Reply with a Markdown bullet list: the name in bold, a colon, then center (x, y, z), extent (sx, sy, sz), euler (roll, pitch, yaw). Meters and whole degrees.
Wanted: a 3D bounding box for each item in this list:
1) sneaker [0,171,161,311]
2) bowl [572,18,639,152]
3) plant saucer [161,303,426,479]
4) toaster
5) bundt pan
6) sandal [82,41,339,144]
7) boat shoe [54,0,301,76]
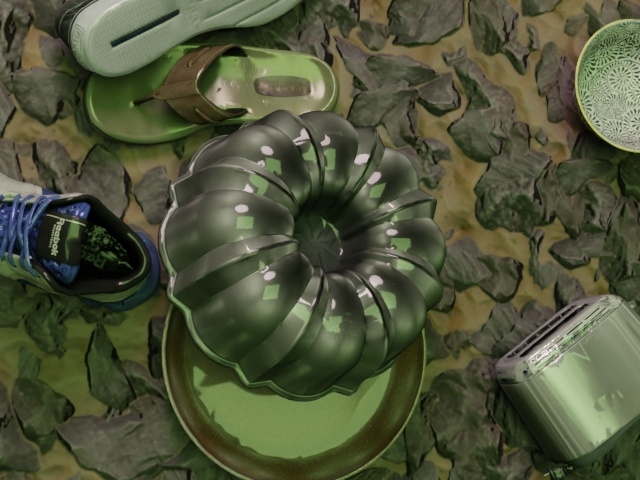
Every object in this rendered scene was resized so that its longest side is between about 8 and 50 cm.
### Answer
- **sneaker**: center (-0.309, -0.015, 1.167), extent (0.315, 0.182, 0.127), euler (17, 79, -12)
- **bowl**: center (0.383, -0.188, 1.413), extent (0.170, 0.080, 0.170), euler (1, 85, -14)
- **plant saucer**: center (-0.031, 0.129, 1.292), extent (0.310, 0.050, 0.310), euler (2, 84, -15)
- **toaster**: center (0.314, 0.167, 1.338), extent (0.227, 0.129, 0.146), euler (-36, 90, -13)
- **bundt pan**: center (0.000, 0.000, 1.200), extent (0.331, 0.124, 0.331), euler (10, 67, -25)
- **sandal**: center (-0.121, -0.182, 1.280), extent (0.303, 0.086, 0.120), euler (-7, 86, -15)
- **boat shoe**: center (-0.149, -0.298, 1.265), extent (0.335, 0.119, 0.121), euler (-27, 136, -26)
